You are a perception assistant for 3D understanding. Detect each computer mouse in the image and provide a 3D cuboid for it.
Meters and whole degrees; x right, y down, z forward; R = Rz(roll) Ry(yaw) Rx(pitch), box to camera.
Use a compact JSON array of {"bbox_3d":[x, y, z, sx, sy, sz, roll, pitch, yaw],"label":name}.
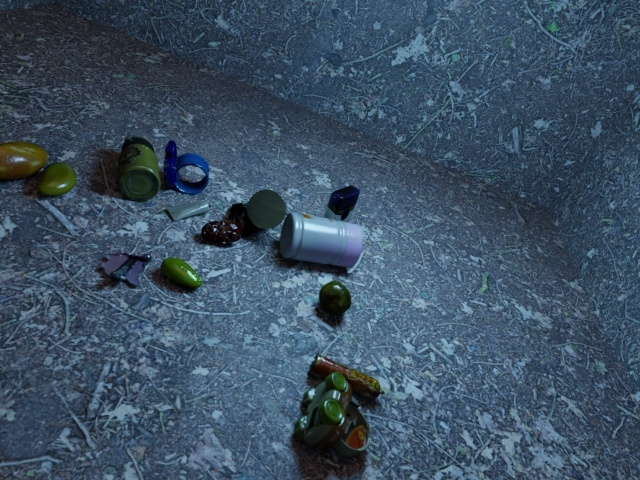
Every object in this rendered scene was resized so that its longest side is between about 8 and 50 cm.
[{"bbox_3d":[-0.341,-0.107,2.149,0.147,0.077,0.241,13,34,-19],"label":"computer mouse"}]

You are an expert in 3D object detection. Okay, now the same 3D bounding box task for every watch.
[{"bbox_3d":[-0.604,-0.315,2.184,0.200,0.196,0.171,5,46,-14],"label":"watch"}]

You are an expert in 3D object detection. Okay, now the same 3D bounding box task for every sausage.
[{"bbox_3d":[0.093,0.460,1.612,0.264,0.083,0.083,23,33,-2],"label":"sausage"}]

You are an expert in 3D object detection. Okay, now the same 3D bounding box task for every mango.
[{"bbox_3d":[-1.186,-0.316,1.882,0.187,0.137,0.257,22,24,32],"label":"mango"},{"bbox_3d":[-1.038,-0.238,1.912,0.122,0.085,0.191,17,42,-29],"label":"mango"},{"bbox_3d":[-0.498,0.115,1.738,0.165,0.074,0.091,27,31,5],"label":"mango"}]

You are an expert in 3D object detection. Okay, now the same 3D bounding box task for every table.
[{"bbox_3d":[-0.220,-0.140,2.137,0.167,0.167,0.226,24,5,1],"label":"table"}]

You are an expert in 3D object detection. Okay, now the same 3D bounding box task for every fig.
[{"bbox_3d":[0.053,0.234,1.903,0.133,0.185,0.126,32,72,4],"label":"fig"}]

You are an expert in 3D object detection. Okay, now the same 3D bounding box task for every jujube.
[{"bbox_3d":[-0.407,-0.040,1.991,0.166,0.104,0.104,6,37,-24],"label":"jujube"}]

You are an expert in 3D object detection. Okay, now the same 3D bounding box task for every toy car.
[{"bbox_3d":[0.058,0.537,1.448,0.235,0.145,0.235,32,32,-23],"label":"toy car"}]

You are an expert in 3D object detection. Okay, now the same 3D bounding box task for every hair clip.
[{"bbox_3d":[-0.687,0.095,1.684,0.146,0.056,0.187,16,25,-9],"label":"hair clip"}]

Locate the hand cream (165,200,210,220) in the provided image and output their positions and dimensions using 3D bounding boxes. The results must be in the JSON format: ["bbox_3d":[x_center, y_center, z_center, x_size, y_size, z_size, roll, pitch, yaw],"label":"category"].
[{"bbox_3d":[-0.560,-0.132,2.080,0.186,0.054,0.087,-16,54,-36],"label":"hand cream"}]

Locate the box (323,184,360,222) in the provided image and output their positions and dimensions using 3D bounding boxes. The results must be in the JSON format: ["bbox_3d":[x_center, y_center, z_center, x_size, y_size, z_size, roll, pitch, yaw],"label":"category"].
[{"bbox_3d":[0.085,-0.124,2.262,0.071,0.259,0.168,36,36,23],"label":"box"}]

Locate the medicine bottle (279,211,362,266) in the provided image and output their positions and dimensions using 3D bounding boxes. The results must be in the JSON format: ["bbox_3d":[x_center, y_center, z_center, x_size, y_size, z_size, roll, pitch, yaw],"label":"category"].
[{"bbox_3d":[0.000,0.000,2.087,0.316,0.202,0.202,10,35,-20],"label":"medicine bottle"}]

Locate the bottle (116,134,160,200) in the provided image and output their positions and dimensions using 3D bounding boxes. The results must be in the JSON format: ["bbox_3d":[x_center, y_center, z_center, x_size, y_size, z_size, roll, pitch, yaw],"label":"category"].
[{"bbox_3d":[-0.800,-0.333,2.113,0.172,0.171,0.351,4,35,-26],"label":"bottle"}]
